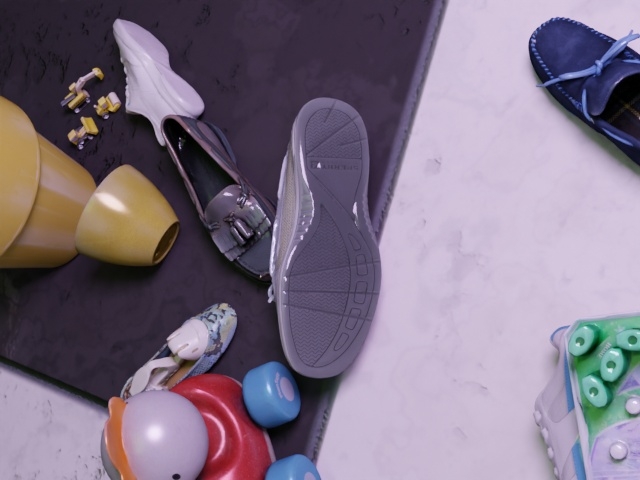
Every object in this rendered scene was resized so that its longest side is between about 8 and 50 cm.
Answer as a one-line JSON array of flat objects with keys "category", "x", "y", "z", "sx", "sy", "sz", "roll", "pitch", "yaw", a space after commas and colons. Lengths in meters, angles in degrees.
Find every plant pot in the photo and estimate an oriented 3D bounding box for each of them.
[{"category": "plant pot", "x": -0.244, "y": -0.018, "z": 1.042, "sx": 0.095, "sy": 0.134, "sz": 0.134, "roll": 29, "pitch": 92, "yaw": 6}, {"category": "plant pot", "x": -0.445, "y": -0.062, "z": 1.083, "sx": 0.253, "sy": 0.239, "sz": 0.254, "roll": -7, "pitch": 73, "yaw": 26}]

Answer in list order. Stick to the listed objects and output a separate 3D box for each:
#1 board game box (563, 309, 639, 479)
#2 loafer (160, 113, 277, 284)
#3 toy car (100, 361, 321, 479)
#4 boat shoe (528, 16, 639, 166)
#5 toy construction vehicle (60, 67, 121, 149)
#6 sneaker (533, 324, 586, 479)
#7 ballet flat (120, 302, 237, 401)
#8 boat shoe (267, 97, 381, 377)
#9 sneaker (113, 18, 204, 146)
[{"category": "board game box", "x": 0.400, "y": 0.228, "z": 0.574, "sx": 0.389, "sy": 0.050, "sz": 0.390, "roll": -11, "pitch": 81, "yaw": 26}, {"category": "loafer", "x": -0.130, "y": -0.055, "z": 1.003, "sx": 0.096, "sy": 0.084, "sz": 0.268, "roll": -41, "pitch": 62, "yaw": 13}, {"category": "toy car", "x": -0.156, "y": 0.243, "z": 0.854, "sx": 0.219, "sy": 0.238, "sz": 0.210, "roll": -24, "pitch": 67, "yaw": 21}, {"category": "boat shoe", "x": 0.311, "y": -0.152, "z": 0.793, "sx": 0.109, "sy": 0.089, "sz": 0.258, "roll": -49, "pitch": 61, "yaw": 9}, {"category": "toy construction vehicle", "x": -0.352, "y": -0.200, "z": 1.185, "sx": 0.098, "sy": 0.035, "sz": 0.086, "roll": -38, "pitch": 63, "yaw": 15}, {"category": "sneaker", "x": 0.254, "y": 0.192, "z": 0.749, "sx": 0.092, "sy": 0.087, "sz": 0.229, "roll": 1, "pitch": 76, "yaw": 44}, {"category": "ballet flat", "x": -0.181, "y": 0.150, "z": 0.991, "sx": 0.188, "sy": 0.070, "sz": 0.070, "roll": -49, "pitch": 61, "yaw": 9}, {"category": "boat shoe", "x": -0.002, "y": -0.001, "z": 0.921, "sx": 0.118, "sy": 0.103, "sz": 0.321, "roll": 2, "pitch": 78, "yaw": -18}, {"category": "sneaker", "x": -0.253, "y": -0.225, "z": 1.122, "sx": 0.094, "sy": 0.080, "sz": 0.212, "roll": -47, "pitch": 62, "yaw": 23}]
